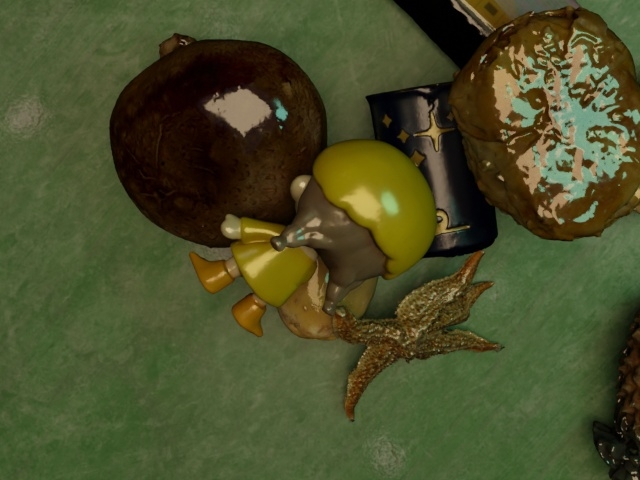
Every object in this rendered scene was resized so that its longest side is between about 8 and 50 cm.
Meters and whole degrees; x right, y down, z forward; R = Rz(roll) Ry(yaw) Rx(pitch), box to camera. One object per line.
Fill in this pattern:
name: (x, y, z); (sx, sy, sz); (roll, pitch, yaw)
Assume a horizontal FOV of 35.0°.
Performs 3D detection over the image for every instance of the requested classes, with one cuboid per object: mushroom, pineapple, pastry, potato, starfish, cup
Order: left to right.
mushroom: (-0.157, -0.138, 1.520); (0.239, 0.345, 0.345); (-39, 95, -35)
potato: (0.009, 0.041, 1.582); (0.146, 0.150, 0.233); (13, 86, 37)
starfish: (0.165, 0.149, 1.588); (0.294, 0.084, 0.301); (-23, 134, -14)
cup: (0.201, -0.109, 1.511); (0.178, 0.255, 0.256); (-16, 100, -38)
pastry: (0.312, -0.155, 1.371); (0.255, 0.162, 0.310); (-19, 99, 0)
pineapple: (0.529, 0.265, 1.567); (0.223, 0.223, 0.357); (24, 109, -1)

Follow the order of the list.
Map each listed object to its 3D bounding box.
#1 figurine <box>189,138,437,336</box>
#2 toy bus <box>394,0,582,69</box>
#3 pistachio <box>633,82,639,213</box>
figurine: (0.000, 0.000, 1.430); (0.344, 0.187, 0.215); (-33, 132, 15)
toy bus: (0.254, -0.358, 1.523); (0.386, 0.171, 0.162); (44, 82, -5)
pistachio: (0.512, -0.151, 1.535); (0.157, 0.157, 0.229); (-7, 89, 2)
